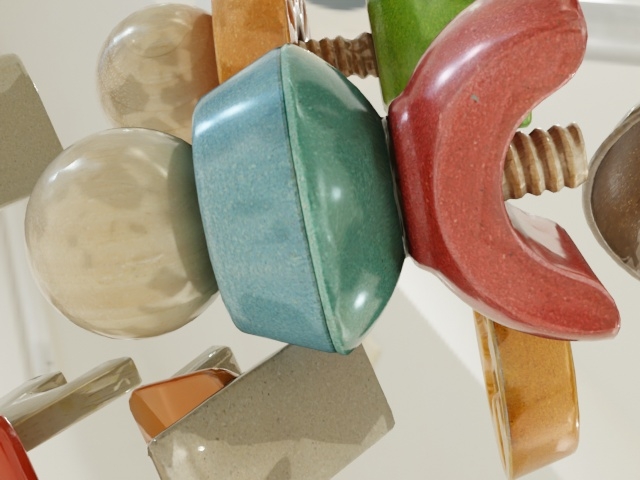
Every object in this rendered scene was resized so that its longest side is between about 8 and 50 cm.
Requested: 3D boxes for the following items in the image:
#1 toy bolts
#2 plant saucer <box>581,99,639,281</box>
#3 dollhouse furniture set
[{"bbox_3d":[0.000,0.000,0.415,0.228,0.158,0.218,-78,159,-80],"label":"toy bolts"},{"bbox_3d":[0.256,-0.017,0.452,0.310,0.310,0.050,-30,-137,61],"label":"plant saucer"},{"bbox_3d":[-0.121,0.081,0.414,0.262,0.135,0.259,-17,-81,39],"label":"dollhouse furniture set"}]
